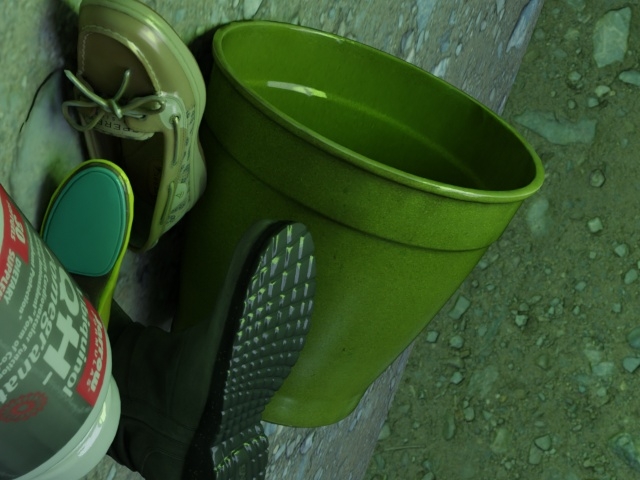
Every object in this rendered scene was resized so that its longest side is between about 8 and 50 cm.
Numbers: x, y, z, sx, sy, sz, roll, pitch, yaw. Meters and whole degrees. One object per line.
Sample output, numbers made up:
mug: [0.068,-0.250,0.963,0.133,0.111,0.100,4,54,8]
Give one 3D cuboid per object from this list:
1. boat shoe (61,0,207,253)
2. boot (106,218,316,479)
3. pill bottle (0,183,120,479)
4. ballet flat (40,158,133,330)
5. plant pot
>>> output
boat shoe: [-0.160,-0.094,0.928,0.285,0.104,0.089,82,31,-55]
boot: [-0.143,0.102,1.001,0.118,0.222,0.338,-11,124,-55]
pill bottle: [-0.250,0.071,0.734,0.176,0.176,0.318,-62,159,-22]
ballet flat: [-0.217,0.026,0.963,0.077,0.077,0.231,-80,-175,-70]
plant pot: [0.000,0.000,1.159,0.366,0.366,0.353,-33,151,-60]
